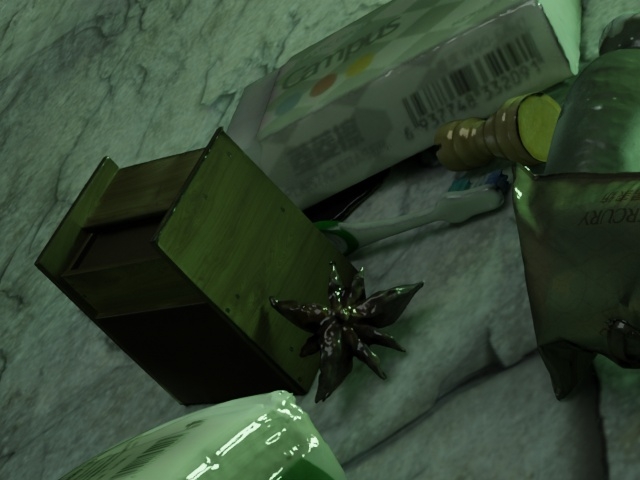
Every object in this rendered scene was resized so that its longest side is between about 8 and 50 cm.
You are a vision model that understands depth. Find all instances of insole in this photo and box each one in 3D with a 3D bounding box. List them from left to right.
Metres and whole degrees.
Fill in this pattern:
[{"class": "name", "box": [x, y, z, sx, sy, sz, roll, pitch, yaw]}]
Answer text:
[{"class": "insole", "box": [-0.065, 0.003, 1.701, 0.348, 0.009, 0.119, -35, 28, 15]}]

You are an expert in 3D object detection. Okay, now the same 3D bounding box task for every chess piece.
[{"class": "chess piece", "box": [0.159, -0.095, 1.492, 0.122, 0.066, 0.066, -7, 45, 51]}]

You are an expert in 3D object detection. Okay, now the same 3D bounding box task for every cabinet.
[{"class": "cabinet", "box": [-0.108, 0.025, 1.508, 0.175, 0.215, 0.148, -11, 42, 44]}]

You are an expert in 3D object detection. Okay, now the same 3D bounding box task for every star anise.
[{"class": "star anise", "box": [0.033, 0.066, 1.419, 0.129, 0.056, 0.124, -26, 62, 0]}]

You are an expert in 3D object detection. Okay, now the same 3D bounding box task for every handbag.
[{"class": "handbag", "box": [0.242, 0.029, 1.152, 0.117, 0.182, 0.270, -12, 7, -42]}]

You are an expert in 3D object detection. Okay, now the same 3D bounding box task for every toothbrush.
[{"class": "toothbrush", "box": [-0.002, 0.003, 1.579, 0.418, 0.042, 0.040, -18, 28, 34]}]

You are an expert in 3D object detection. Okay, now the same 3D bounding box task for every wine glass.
[{"class": "wine glass", "box": [0.246, -0.088, 1.323, 0.111, 0.111, 0.204, -13, 40, 43]}]

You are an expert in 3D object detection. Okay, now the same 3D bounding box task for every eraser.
[{"class": "eraser", "box": [0.074, -0.161, 1.658, 0.397, 0.082, 0.213, -26, 27, 27]}]

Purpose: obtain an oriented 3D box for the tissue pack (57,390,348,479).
[{"class": "tissue pack", "box": [-0.149, 0.272, 1.148, 0.266, 0.194, 0.356, -24, 7, 36]}]
